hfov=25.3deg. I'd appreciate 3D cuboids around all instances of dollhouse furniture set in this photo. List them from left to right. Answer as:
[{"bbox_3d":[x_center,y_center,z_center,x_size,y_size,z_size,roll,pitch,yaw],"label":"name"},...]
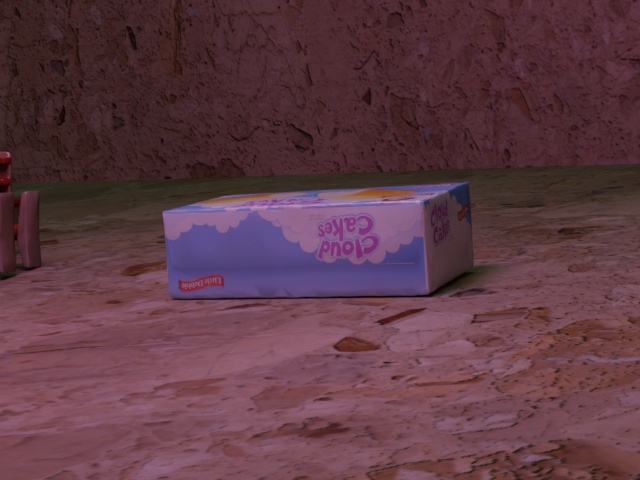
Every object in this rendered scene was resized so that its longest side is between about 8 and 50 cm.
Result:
[{"bbox_3d":[-0.461,-0.041,1.727,0.262,0.135,0.259,2,4,11],"label":"dollhouse furniture set"}]

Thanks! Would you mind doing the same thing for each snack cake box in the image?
[{"bbox_3d":[0.000,0.000,1.373,0.264,0.089,0.152,-2,6,22],"label":"snack cake box"}]
